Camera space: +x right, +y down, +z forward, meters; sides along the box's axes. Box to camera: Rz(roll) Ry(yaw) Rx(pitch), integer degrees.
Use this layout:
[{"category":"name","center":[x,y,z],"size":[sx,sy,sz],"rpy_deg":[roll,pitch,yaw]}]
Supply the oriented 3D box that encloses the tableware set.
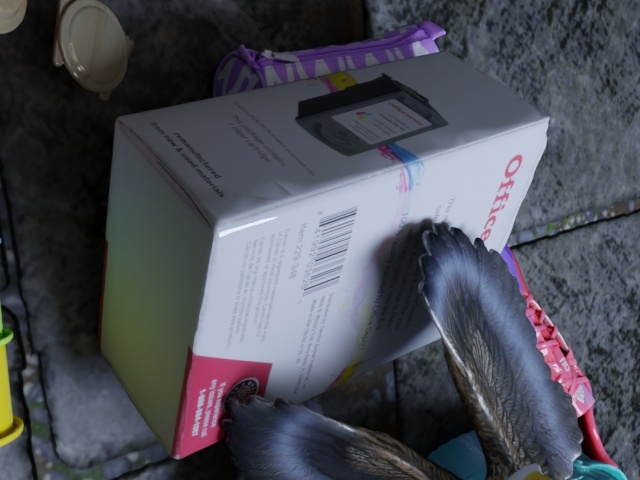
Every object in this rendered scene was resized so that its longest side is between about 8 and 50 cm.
[{"category":"tableware set","center":[-0.178,-0.181,0.591],"size":[0.168,0.020,0.141],"rpy_deg":[27,64,-55]}]

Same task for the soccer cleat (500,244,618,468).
[{"category":"soccer cleat","center":[0.223,0.126,0.935],"size":[0.108,0.116,0.318],"rpy_deg":[-37,118,-28]}]

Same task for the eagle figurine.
[{"category":"eagle figurine","center":[0.113,0.165,0.635],"size":[0.226,0.298,0.225],"rpy_deg":[-26,155,-45]}]

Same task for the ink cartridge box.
[{"category":"ink cartridge box","center":[0.000,0.000,0.680],"size":[0.306,0.131,0.226],"rpy_deg":[-20,139,-37]}]

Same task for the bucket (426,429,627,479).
[{"category":"bucket","center":[0.194,0.315,0.833],"size":[0.281,0.183,0.281],"rpy_deg":[-1,100,-4]}]

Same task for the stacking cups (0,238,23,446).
[{"category":"stacking cups","center":[-0.254,-0.026,0.566],"size":[0.096,0.096,0.316],"rpy_deg":[-10,98,-37]}]

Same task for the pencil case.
[{"category":"pencil case","center":[0.009,-0.131,0.747],"size":[0.206,0.086,0.088],"rpy_deg":[-18,134,-36]}]

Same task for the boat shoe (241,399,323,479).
[{"category":"boat shoe","center":[-0.037,0.225,0.724],"size":[0.075,0.226,0.083],"rpy_deg":[17,130,-24]}]
